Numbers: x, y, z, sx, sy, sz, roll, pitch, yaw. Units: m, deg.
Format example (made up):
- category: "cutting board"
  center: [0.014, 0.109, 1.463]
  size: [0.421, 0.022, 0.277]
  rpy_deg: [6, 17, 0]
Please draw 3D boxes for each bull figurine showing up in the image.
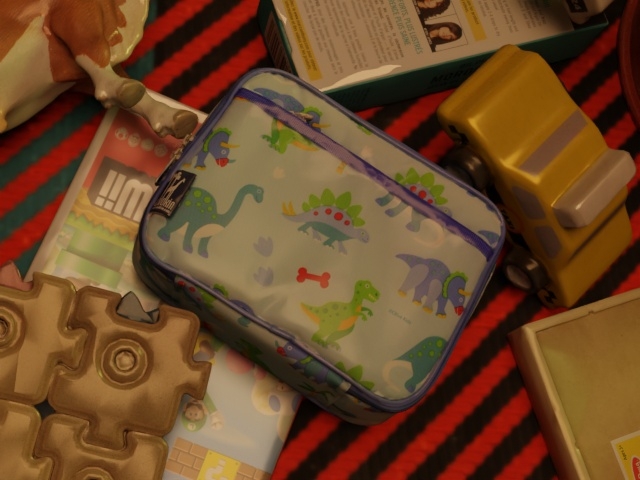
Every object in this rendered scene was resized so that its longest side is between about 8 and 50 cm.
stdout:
- category: "bull figurine"
  center: [-0.200, -0.122, 0.746]
  size: [0.310, 0.101, 0.188]
  rpy_deg: [-34, 61, -13]

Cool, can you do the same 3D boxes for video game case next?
- category: "video game case"
  center: [-0.099, 0.050, 0.762]
  size: [0.204, 0.025, 0.285]
  rpy_deg: [23, 71, -3]

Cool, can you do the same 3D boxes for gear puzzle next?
- category: "gear puzzle"
  center: [-0.184, 0.188, 0.679]
  size: [0.176, 0.044, 0.338]
  rpy_deg: [15, 82, -6]

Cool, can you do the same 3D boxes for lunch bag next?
- category: "lunch bag"
  center: [0.000, 0.000, 0.737]
  size: [0.219, 0.090, 0.176]
  rpy_deg: [34, 67, 0]

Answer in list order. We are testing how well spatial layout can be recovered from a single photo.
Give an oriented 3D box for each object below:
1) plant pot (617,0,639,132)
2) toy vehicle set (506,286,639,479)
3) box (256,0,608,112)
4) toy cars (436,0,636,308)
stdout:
- category: "plant pot"
  center: [0.363, -0.175, 0.756]
  size: [0.273, 0.265, 0.272]
  rpy_deg: [-1, 77, 4]
- category: "toy vehicle set"
  center: [0.255, 0.163, 0.786]
  size: [0.166, 0.035, 0.266]
  rpy_deg: [-15, 77, -14]
- category: "box"
  center: [0.083, -0.168, 0.842]
  size: [0.244, 0.060, 0.100]
  rpy_deg: [-15, 77, -14]
- category: "toy cars"
  center: [0.174, -0.141, 0.755]
  size: [0.177, 0.087, 0.393]
  rpy_deg: [0, 97, -33]
